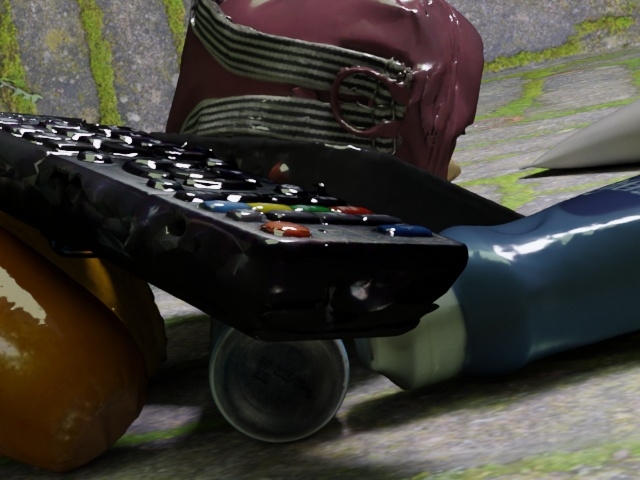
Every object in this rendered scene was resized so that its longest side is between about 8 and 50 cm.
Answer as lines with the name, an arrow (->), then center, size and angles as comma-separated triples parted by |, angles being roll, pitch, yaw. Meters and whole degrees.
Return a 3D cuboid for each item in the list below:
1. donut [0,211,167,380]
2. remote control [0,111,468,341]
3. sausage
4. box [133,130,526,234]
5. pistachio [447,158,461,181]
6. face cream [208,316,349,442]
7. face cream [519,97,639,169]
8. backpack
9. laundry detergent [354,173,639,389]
donut -> -0.234, 0.042, 1.077 | 0.259, 0.152, 0.101 | -13, 10, -7
remote control -> -0.093, -0.016, 0.917 | 0.144, 0.062, 0.399 | 0, 12, -35
sausage -> -0.216, 0.030, 0.952 | 0.274, 0.105, 0.105 | 32, 28, 21
box -> -0.042, -0.019, 1.132 | 0.350, 0.058, 0.211 | 6, -9, 44
pistachio -> 0.027, -0.093, 1.690 | 0.229, 0.157, 0.157 | 0, 7, -9
face cream -> -0.028, 0.054, 0.978 | 0.075, 0.075, 0.229 | -12, 9, -2
face cream -> 0.332, -0.114, 1.592 | 0.143, 0.089, 0.314 | -18, 3, -33
backpack -> -0.003, -0.116, 1.469 | 0.197, 0.283, 0.317 | 11, 1, -39
laundry detergent -> 0.145, 0.012, 0.946 | 0.290, 0.094, 0.143 | -14, 13, -19
